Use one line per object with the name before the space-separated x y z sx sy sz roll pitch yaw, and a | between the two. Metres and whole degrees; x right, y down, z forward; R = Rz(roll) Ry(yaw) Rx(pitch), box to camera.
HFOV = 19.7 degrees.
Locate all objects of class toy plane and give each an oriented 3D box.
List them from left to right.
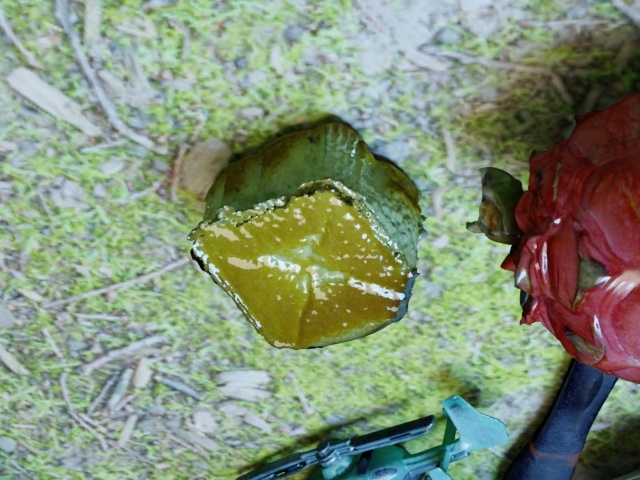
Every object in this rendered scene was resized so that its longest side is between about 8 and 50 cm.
toy plane | 0.044 0.167 1.323 0.235 0.060 0.096 -25 116 37

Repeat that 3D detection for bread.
bread | 0.000 0.000 1.122 0.128 0.069 0.140 -22 128 28

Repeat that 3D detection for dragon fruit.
dragon fruit | 0.196 -0.002 1.021 0.209 0.172 0.172 6 140 -13

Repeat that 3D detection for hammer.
hammer | 0.176 0.123 1.262 0.137 0.037 0.290 11 139 -2

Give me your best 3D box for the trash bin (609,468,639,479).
trash bin | 0.322 0.233 1.231 0.290 0.209 0.182 -16 151 17
